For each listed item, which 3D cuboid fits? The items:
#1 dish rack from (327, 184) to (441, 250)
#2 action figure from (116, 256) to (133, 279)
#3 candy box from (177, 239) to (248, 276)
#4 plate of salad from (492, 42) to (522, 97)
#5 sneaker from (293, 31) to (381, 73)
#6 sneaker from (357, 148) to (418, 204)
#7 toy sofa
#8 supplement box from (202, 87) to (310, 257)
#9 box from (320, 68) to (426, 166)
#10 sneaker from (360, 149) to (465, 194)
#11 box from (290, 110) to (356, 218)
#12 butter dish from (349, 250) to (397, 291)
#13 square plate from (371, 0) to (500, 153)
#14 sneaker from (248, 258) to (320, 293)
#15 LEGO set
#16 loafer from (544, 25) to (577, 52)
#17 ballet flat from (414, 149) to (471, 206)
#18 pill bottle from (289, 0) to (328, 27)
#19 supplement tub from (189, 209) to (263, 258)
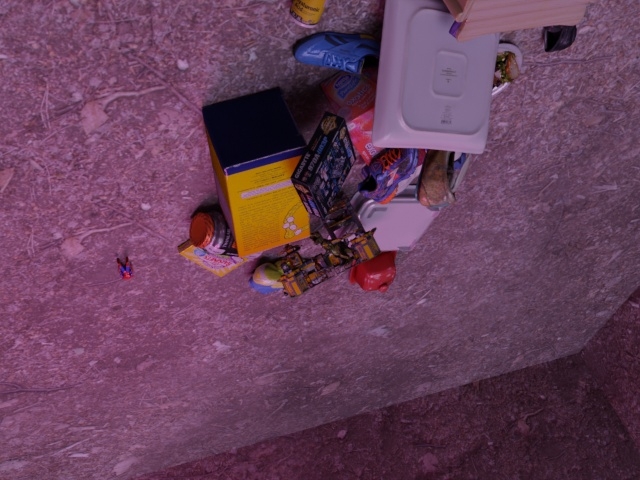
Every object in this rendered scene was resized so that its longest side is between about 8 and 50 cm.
[{"bbox_3d":[0.211,-0.051,2.333,0.333,0.072,0.285,-1,142,-30],"label":"dish rack"},{"bbox_3d":[-0.527,0.078,2.075,0.038,0.030,0.115,-10,151,-12],"label":"action figure"},{"bbox_3d":[-0.301,0.038,2.166,0.105,0.027,0.206,-31,148,15],"label":"candy box"},{"bbox_3d":[0.428,-0.416,1.956,0.200,0.048,0.200,-17,148,-11],"label":"plate of salad"},{"bbox_3d":[0.046,-0.407,1.688,0.209,0.082,0.069,-7,146,-23],"label":"sneaker"},{"bbox_3d":[0.162,-0.171,1.829,0.087,0.083,0.221,6,134,-27],"label":"sneaker"},{"bbox_3d":[0.424,-0.560,1.645,0.363,0.150,0.177,-13,151,-17],"label":"toy sofa"},{"bbox_3d":[-0.145,-0.153,1.829,0.195,0.194,0.356,-17,148,-11],"label":"supplement box"},{"bbox_3d":[0.136,-0.284,1.862,0.142,0.154,0.300,-30,146,8],"label":"box"},{"bbox_3d":[0.258,-0.247,2.039,0.315,0.127,0.182,-21,145,-18],"label":"sneaker"},{"bbox_3d":[0.011,-0.164,1.736,0.175,0.051,0.220,-62,164,-11],"label":"box"},{"bbox_3d":[0.188,0.116,2.517,0.160,0.118,0.160,-14,146,-15],"label":"butter dish"},{"bbox_3d":[0.278,-0.373,1.725,0.347,0.049,0.344,-1,101,-33],"label":"square plate"},{"bbox_3d":[-0.120,0.113,2.364,0.240,0.091,0.126,6,156,-40],"label":"sneaker"},{"bbox_3d":[0.000,0.000,2.123,0.331,0.192,0.255,-27,-175,14],"label":"LEGO set"},{"bbox_3d":[0.576,-0.534,1.850,0.078,0.076,0.223,-32,152,-2],"label":"loafer"},{"bbox_3d":[0.318,-0.248,1.877,0.123,0.348,0.123,11,172,2],"label":"ballet flat"},{"bbox_3d":[-0.015,-0.491,1.536,0.065,0.065,0.116,-3,142,-30],"label":"pill bottle"},{"bbox_3d":[-0.244,-0.017,2.037,0.190,0.117,0.117,7,137,-41],"label":"supplement tub"}]
